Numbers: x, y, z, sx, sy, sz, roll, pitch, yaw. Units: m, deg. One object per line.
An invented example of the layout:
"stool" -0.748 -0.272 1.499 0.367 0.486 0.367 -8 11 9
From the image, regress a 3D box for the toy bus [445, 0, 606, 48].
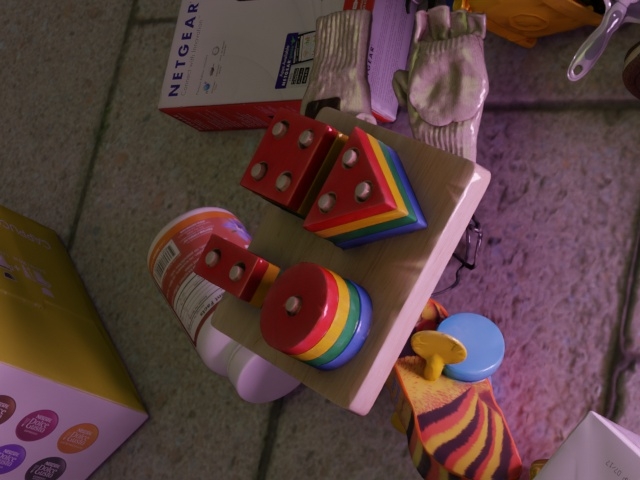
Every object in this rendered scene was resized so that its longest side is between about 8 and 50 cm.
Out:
"toy bus" 0.211 -0.313 1.681 0.211 0.149 0.220 -20 59 50

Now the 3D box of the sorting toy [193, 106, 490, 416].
"sorting toy" 0.000 0.000 1.547 0.255 0.089 0.257 26 88 51

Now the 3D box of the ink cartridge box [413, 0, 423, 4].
"ink cartridge box" 0.098 -0.345 1.745 0.180 0.104 0.060 -59 17 -20

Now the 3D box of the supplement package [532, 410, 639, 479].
"supplement package" 0.278 0.256 1.311 0.134 0.244 0.139 -52 48 8

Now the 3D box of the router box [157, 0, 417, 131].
"router box" -0.024 -0.299 1.882 0.301 0.082 0.335 0 72 38

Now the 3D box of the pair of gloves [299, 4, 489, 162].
"pair of gloves" 0.070 -0.143 1.658 0.240 0.042 0.204 6 87 40

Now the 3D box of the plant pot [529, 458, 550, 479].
"plant pot" 0.230 0.235 1.465 0.081 0.083 0.081 -10 67 35

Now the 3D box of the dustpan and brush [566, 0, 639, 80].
"dustpan and brush" 0.304 -0.245 1.564 0.211 0.147 0.060 -53 11 10

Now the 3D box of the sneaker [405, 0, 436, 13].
"sneaker" 0.130 -0.310 1.640 0.170 0.051 0.089 125 153 -54

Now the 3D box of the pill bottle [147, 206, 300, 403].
"pill bottle" -0.097 0.072 1.764 0.121 0.121 0.216 -47 51 14

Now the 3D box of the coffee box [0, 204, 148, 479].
"coffee box" -0.473 0.150 1.884 0.334 0.338 0.338 -44 50 15

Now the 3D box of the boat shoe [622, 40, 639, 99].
"boat shoe" 0.406 -0.214 1.520 0.257 0.095 0.095 -24 36 31

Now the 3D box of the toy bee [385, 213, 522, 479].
"toy bee" 0.094 0.124 1.573 0.162 0.195 0.298 -3 35 -6
